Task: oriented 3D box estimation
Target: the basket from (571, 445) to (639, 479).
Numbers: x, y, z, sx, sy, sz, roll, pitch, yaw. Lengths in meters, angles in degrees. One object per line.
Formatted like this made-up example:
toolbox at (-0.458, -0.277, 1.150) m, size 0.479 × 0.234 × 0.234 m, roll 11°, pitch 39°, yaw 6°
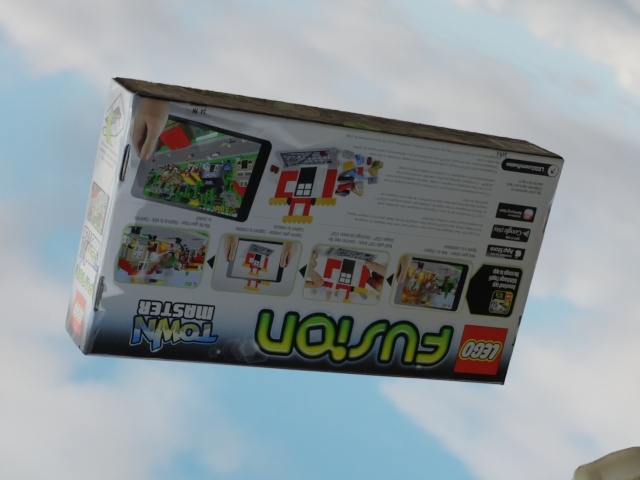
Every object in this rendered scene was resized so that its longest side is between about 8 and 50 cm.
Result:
basket at (0.176, 0.228, 0.609) m, size 0.331 × 0.328 × 0.266 m, roll 77°, pitch 173°, yaw -69°

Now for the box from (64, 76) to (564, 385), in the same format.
box at (0.000, 0.000, 0.670) m, size 0.207 × 0.114 × 0.036 m, roll 7°, pitch -165°, yaw -26°
